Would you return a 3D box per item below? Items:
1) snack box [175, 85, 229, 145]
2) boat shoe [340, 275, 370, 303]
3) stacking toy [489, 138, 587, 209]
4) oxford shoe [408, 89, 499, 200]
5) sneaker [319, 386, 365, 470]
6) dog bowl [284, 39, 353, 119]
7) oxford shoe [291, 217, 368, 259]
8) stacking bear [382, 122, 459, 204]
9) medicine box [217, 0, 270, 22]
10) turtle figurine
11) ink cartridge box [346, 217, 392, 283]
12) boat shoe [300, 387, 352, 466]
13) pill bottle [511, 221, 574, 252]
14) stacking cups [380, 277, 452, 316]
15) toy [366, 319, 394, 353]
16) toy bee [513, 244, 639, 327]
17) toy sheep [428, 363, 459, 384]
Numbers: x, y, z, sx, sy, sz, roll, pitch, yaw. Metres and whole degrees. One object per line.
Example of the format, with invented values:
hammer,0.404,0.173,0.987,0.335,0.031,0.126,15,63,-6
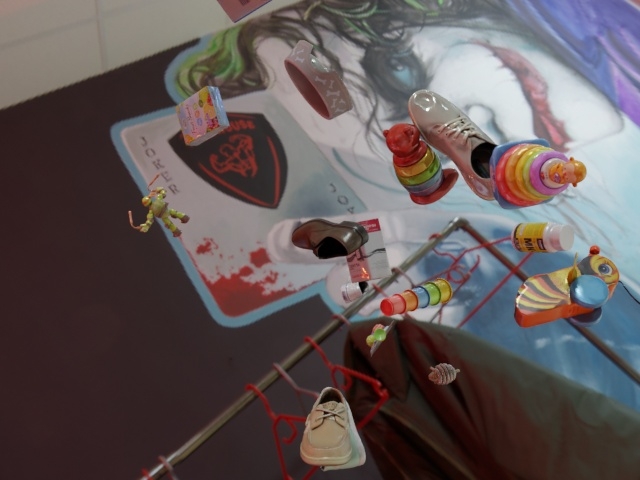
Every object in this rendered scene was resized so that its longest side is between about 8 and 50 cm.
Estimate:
snack box,-0.486,-0.506,2.358,0.207,0.174,0.070,-22,-7,35
boat shoe,0.147,0.179,2.191,0.084,0.095,0.258,-20,7,17
stacking toy,0.539,-0.158,1.378,0.166,0.175,0.302,-10,7,-5
oxford shoe,0.441,-0.323,1.806,0.169,0.449,0.130,-31,-21,-8
sneaker,0.016,0.542,1.671,0.151,0.256,0.094,-3,-48,-25
dog bowl,-0.017,-0.643,2.359,0.102,0.348,0.349,-40,-17,-5
oxford shoe,0.000,0.000,1.405,0.227,0.082,0.096,-2,32,46
stacking bear,0.309,-0.267,1.892,0.289,0.175,0.164,51,-120,-38
medicine box,-0.193,-0.907,1.934,0.264,0.149,0.289,-16,36,35
turtle figurine,-0.630,-0.126,2.310,0.087,0.217,0.269,-19,45,39
ink cartridge box,0.114,0.029,1.467,0.063,0.150,0.109,-10,-5,-26
boat shoe,0.014,0.453,1.419,0.341,0.122,0.110,-69,-20,-89
pill bottle,0.855,-0.012,2.221,0.119,0.119,0.209,-36,20,-29
stacking cups,0.338,0.201,2.055,0.316,0.096,0.096,-6,-39,-41
toy,0.206,0.346,2.093,0.137,0.056,0.237,-52,-10,-9
toy bee,0.542,0.094,1.187,0.195,0.299,0.162,106,168,-50
toy sheep,0.487,0.524,2.269,0.132,0.091,0.091,-15,-25,-14
